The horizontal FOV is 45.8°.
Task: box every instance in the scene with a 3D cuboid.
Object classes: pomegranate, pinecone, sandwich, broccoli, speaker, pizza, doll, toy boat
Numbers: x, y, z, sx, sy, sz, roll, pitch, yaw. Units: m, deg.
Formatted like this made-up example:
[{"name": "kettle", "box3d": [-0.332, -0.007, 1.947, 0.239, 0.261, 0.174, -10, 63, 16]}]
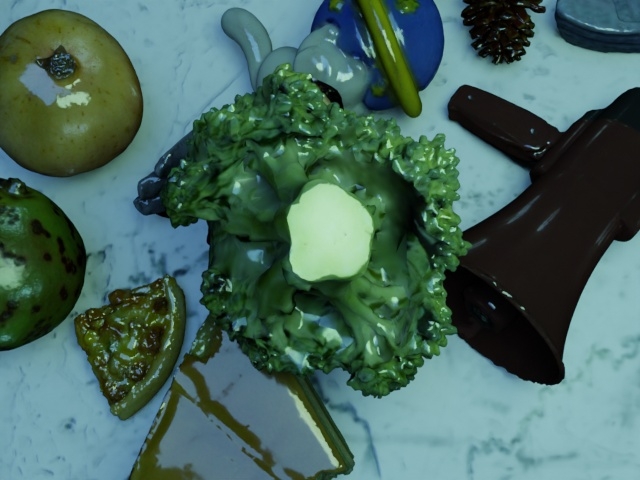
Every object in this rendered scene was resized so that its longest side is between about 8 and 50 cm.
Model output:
[{"name": "pomegranate", "box3d": [-0.301, -0.170, 0.879, 0.191, 0.191, 0.191, -1, 78, 5]}, {"name": "pinecone", "box3d": [0.216, -0.265, 0.898, 0.102, 0.102, 0.110, -4, 106, 5]}, {"name": "sandwich", "box3d": [-0.050, 0.184, 0.798, 0.198, 0.155, 0.228, 23, 81, 8]}, {"name": "broccoli", "box3d": [0.003, -0.010, 0.671, 0.288, 0.260, 0.235, 26, 57, -7]}, {"name": "speaker", "box3d": [0.236, -0.036, 0.846, 0.259, 0.198, 0.329, 17, 60, 48]}, {"name": "pizza", "box3d": [-0.229, 0.119, 0.882, 0.134, 0.046, 0.175, 10, 80, 7]}, {"name": "pomegranate", "box3d": [-0.375, 0.046, 0.844, 0.211, 0.211, 0.263, 33, 112, 11]}, {"name": "doll", "box3d": [0.035, -0.170, 0.861, 0.242, 0.159, 0.311, -18, 87, -1]}, {"name": "toy boat", "box3d": [0.410, -0.292, 0.886, 0.282, 0.078, 0.127, -14, 78, 3]}]

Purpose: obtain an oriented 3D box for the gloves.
[{"name": "gloves", "box3d": [-0.090, -0.082, 0.843, 0.285, 0.119, 0.142, -22, 89, 30]}]
